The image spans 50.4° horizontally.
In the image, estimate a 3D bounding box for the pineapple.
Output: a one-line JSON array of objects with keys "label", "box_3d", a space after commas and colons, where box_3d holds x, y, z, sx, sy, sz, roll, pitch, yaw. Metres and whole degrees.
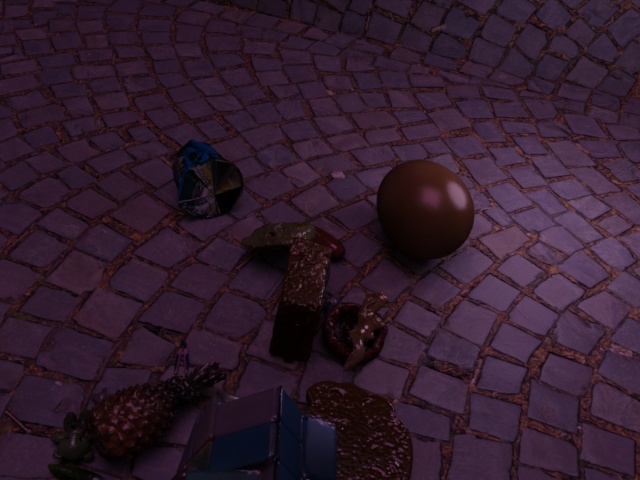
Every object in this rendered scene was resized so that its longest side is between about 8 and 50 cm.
[{"label": "pineapple", "box_3d": [-0.403, 0.415, 1.716, 0.361, 0.175, 0.175, -24, 51, -31]}]

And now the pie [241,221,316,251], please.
[{"label": "pie", "box_3d": [-0.125, -0.014, 2.159, 0.248, 0.090, 0.201, -5, 3, 31]}]

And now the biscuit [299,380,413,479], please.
[{"label": "biscuit", "box_3d": [0.044, 0.516, 1.713, 0.381, 0.074, 0.359, 10, 43, 8]}]

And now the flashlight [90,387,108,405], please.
[{"label": "flashlight", "box_3d": [-0.566, 0.438, 1.769, 0.052, 0.031, 0.110, -28, 52, 2]}]

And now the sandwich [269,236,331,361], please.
[{"label": "sandwich", "box_3d": [-0.050, 0.150, 1.947, 0.131, 0.262, 0.325, 11, 44, -1]}]

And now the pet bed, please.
[{"label": "pet bed", "box_3d": [0.097, 0.265, 1.965, 0.201, 0.053, 0.201, 9, 53, -12]}]

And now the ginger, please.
[{"label": "ginger", "box_3d": [0.129, 0.251, 1.914, 0.089, 0.075, 0.288, 30, 47, -6]}]

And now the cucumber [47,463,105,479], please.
[{"label": "cucumber", "box_3d": [-0.576, 0.566, 1.630, 0.168, 0.039, 0.039, 12, 44, 10]}]

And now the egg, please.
[{"label": "egg", "box_3d": [0.337, -0.106, 2.215, 0.301, 0.301, 0.374, -6, 42, -11]}]

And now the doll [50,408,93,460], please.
[{"label": "doll", "box_3d": [-0.613, 0.480, 1.696, 0.115, 0.077, 0.150, 2, 32, -18]}]

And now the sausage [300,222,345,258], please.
[{"label": "sausage", "box_3d": [0.000, 0.000, 2.239, 0.194, 0.077, 0.077, 30, 49, 25]}]

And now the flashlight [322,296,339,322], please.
[{"label": "flashlight", "box_3d": [0.038, 0.226, 2.032, 0.051, 0.051, 0.129, -3, 50, -9]}]

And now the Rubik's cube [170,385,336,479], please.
[{"label": "Rubik's cube", "box_3d": [-0.146, 0.523, 1.481, 0.358, 0.368, 0.387, 28, 34, -19]}]

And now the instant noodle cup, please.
[{"label": "instant noodle cup", "box_3d": [-0.400, -0.216, 2.334, 0.240, 0.240, 0.178, -16, 40, -21]}]

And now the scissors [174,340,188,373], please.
[{"label": "scissors", "box_3d": [-0.389, 0.328, 1.909, 0.039, 0.012, 0.113, -1, 44, -6]}]
